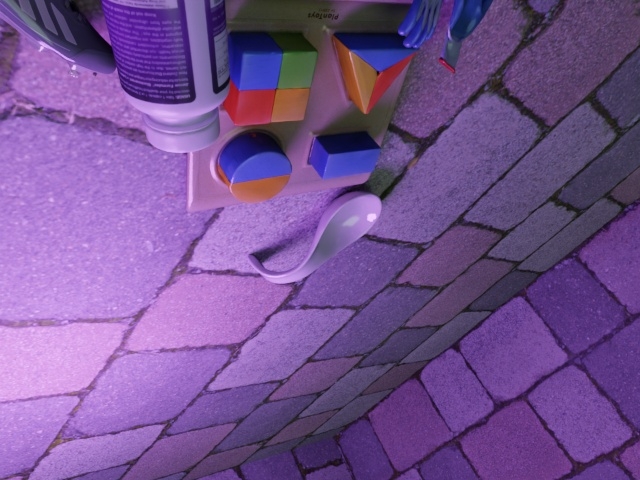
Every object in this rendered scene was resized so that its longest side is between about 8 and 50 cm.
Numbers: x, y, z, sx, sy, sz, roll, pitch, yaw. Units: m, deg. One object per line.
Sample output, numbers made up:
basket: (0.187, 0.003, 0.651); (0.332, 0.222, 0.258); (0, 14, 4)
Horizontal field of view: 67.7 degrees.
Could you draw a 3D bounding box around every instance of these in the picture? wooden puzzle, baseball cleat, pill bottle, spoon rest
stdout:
wooden puzzle: (-0.016, -0.165, 0.655); (0.322, 0.080, 0.347); (-13, 146, -28)
baseball cleat: (-0.237, -0.221, 0.391); (0.109, 0.072, 0.206); (-45, 151, 11)
pill bottle: (-0.144, -0.187, 0.460); (0.108, 0.108, 0.193); (-17, 139, -22)
spoon rest: (0.000, 0.000, 0.910); (0.277, 0.084, 0.137); (-31, 150, 3)

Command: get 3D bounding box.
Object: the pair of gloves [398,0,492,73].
pair of gloves: (0.165, -0.306, 0.599); (0.198, 0.023, 0.159); (1, 113, -52)
